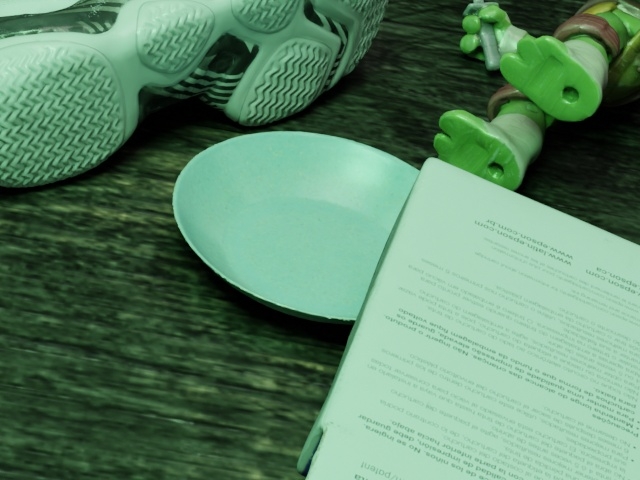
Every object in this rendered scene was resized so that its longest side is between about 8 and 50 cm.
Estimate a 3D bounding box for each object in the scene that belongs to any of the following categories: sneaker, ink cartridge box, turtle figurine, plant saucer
[{"bbox_3d":[-0.134,-0.171,1.187,0.366,0.137,0.210,-22,52,-35],"label":"sneaker"},{"bbox_3d":[0.161,0.122,0.925,0.324,0.071,0.330,24,39,1],"label":"ink cartridge box"},{"bbox_3d":[0.161,-0.176,1.256,0.198,0.274,0.266,-6,28,33],"label":"turtle figurine"},{"bbox_3d":[0.000,0.000,1.090,0.195,0.037,0.195,10,36,-7],"label":"plant saucer"}]
